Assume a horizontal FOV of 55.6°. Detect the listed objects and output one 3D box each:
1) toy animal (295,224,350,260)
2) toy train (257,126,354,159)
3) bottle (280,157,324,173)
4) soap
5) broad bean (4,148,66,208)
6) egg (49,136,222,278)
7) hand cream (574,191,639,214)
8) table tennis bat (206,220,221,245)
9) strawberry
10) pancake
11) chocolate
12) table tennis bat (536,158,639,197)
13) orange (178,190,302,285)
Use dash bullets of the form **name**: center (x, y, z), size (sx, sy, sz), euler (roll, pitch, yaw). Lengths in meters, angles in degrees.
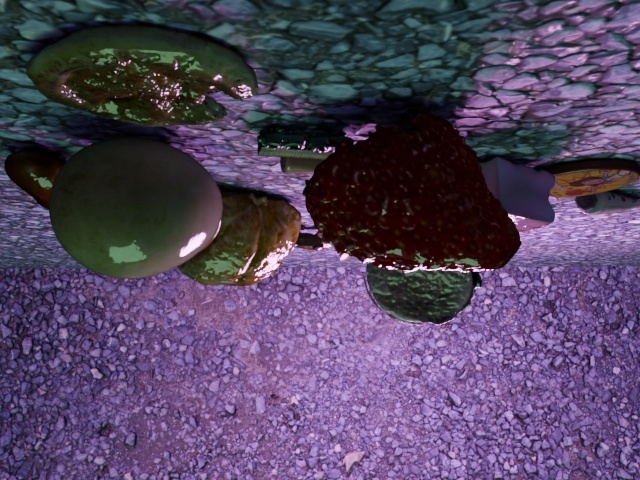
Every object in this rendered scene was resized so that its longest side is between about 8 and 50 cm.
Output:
- **toy animal**: center (0.000, 0.000, 1.875), size (0.215, 0.093, 0.186), euler (6, 168, 5)
- **toy train**: center (-0.025, -0.147, 0.925), size (0.148, 0.038, 0.071), euler (2, 173, -15)
- **bottle**: center (-0.017, -0.132, 1.014), size (0.097, 0.045, 0.045), euler (1, 172, -21)
- **soap**: center (0.276, -0.064, 1.204), size (0.193, 0.109, 0.324), euler (13, 165, -22)
- **broad bean**: center (-0.468, -0.107, 1.030), size (0.114, 0.084, 0.165), euler (4, 167, 5)
- **egg**: center (-0.274, -0.051, 0.958), size (0.219, 0.218, 0.296), euler (-6, 178, 33)
- **hand cream**: center (0.657, -0.085, 1.389), size (0.095, 0.059, 0.276), euler (-10, 173, 43)
- **table tennis bat**: center (-0.318, -0.059, 1.139), size (0.199, 0.050, 0.321), euler (-33, 142, 8)
- **strawberry**: center (0.125, -0.047, 0.873), size (0.261, 0.257, 0.261), euler (-23, 177, -1)
- **pancake**: center (-0.203, -0.177, 0.696), size (0.254, 0.037, 0.253), euler (-1, 173, 0)
- **chocolate**: center (0.280, 0.057, 1.660), size (0.304, 0.303, 0.213), euler (-3, -152, 15)
- **table tennis bat**: center (0.471, -0.115, 1.219), size (0.310, 0.038, 0.200), euler (-12, 165, 40)
- **orange**: center (-0.218, 0.002, 1.411), size (0.271, 0.210, 0.369), euler (-11, 170, 42)
